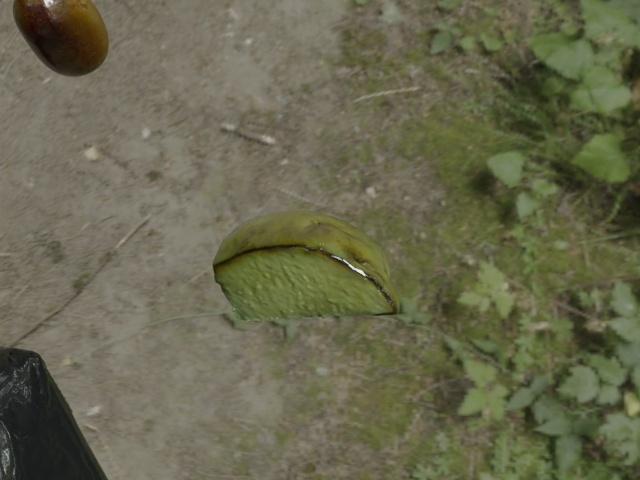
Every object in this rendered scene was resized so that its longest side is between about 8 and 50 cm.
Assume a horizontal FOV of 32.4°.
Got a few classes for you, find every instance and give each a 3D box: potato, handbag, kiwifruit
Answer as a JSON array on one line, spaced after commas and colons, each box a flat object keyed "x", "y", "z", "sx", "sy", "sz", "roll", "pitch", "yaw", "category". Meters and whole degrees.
[{"x": 0.000, "y": 0.000, "z": 0.912, "sx": 0.081, "sy": 0.149, "sz": 0.120, "roll": 68, "pitch": 31, "yaw": -32, "category": "potato"}, {"x": -0.265, "y": 0.251, "z": 0.886, "sx": 0.244, "sy": 0.088, "sz": 0.275, "roll": -55, "pitch": 138, "yaw": -46, "category": "handbag"}, {"x": -0.250, "y": -0.208, "z": 1.068, "sx": 0.075, "sy": 0.075, "sz": 0.124, "roll": -66, "pitch": 155, "yaw": -19, "category": "kiwifruit"}]
